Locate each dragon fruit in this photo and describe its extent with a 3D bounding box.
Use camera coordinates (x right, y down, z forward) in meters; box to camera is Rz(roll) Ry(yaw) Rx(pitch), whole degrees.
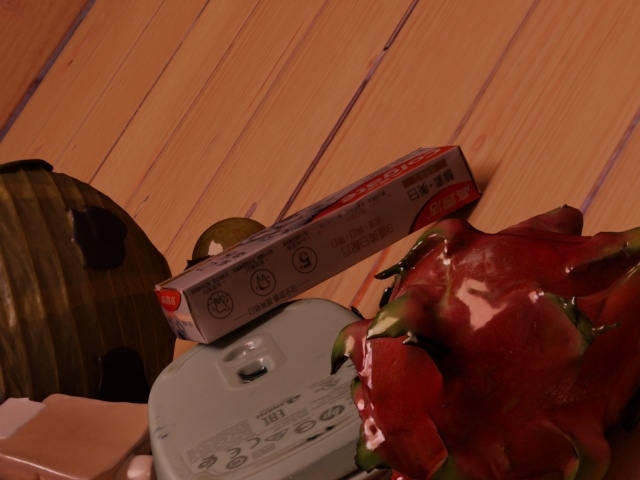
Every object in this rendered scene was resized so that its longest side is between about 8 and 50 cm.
[{"bbox_3d":[0.111,0.045,0.900,0.236,0.135,0.137,-25,24,23],"label":"dragon fruit"}]

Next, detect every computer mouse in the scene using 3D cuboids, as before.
[{"bbox_3d":[-0.016,0.119,1.099,0.159,0.097,0.288,-26,17,-6],"label":"computer mouse"}]

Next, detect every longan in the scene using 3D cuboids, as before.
[{"bbox_3d":[-0.060,0.017,1.474,0.083,0.075,0.075,2,45,18],"label":"longan"}]

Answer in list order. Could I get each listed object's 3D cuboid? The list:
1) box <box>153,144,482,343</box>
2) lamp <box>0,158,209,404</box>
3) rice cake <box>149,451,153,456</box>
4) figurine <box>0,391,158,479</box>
[{"bbox_3d":[0.000,0.000,1.217,0.218,0.039,0.055,-28,11,-20],"label":"box"},{"bbox_3d":[-0.198,0.063,1.372,0.250,0.284,0.250,168,90,-70],"label":"lamp"},{"bbox_3d":[-0.146,0.149,1.473,0.127,0.043,0.237,-58,19,-14],"label":"rice cake"},{"bbox_3d":[-0.168,0.218,1.236,0.162,0.141,0.236,-44,-34,-63],"label":"figurine"}]
